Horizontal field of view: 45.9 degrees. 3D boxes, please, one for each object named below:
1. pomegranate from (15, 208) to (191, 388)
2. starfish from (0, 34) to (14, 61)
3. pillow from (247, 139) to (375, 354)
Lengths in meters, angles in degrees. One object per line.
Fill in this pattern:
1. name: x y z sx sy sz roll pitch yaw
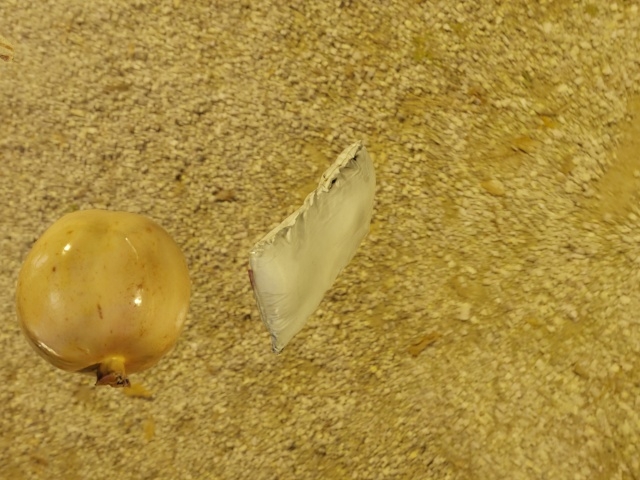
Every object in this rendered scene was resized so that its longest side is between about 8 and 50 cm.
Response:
1. pomegranate: -0.369 0.106 1.316 0.319 0.319 0.320 0 90 24
2. starfish: -0.526 -0.249 0.978 0.231 0.048 0.295 40 68 -16
3. pillow: 0.000 0.000 0.751 0.050 0.229 0.128 12 128 25
